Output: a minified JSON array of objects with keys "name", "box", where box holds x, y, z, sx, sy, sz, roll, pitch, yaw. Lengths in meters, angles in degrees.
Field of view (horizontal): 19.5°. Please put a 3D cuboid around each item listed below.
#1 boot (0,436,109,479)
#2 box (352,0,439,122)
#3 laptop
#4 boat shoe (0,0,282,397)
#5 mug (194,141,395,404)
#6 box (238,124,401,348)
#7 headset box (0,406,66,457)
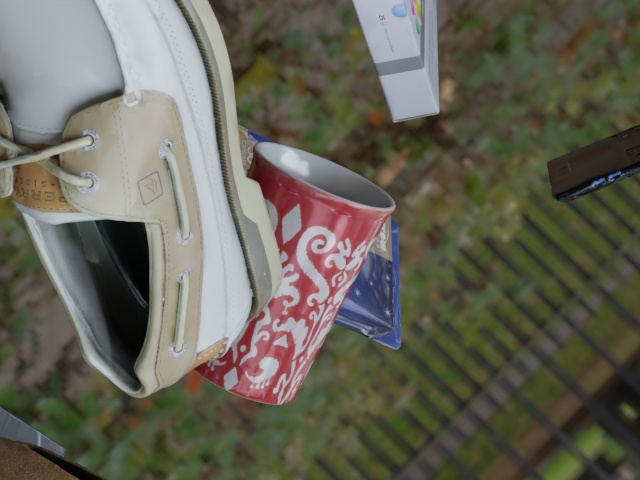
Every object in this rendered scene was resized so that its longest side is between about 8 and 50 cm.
[{"name":"boot","box":[-0.241,0.163,1.200,0.115,0.305,0.112,-68,166,5]},{"name":"box","box":[0.044,-0.199,1.294,0.038,0.145,0.186,-11,135,13]},{"name":"laptop","box":[0.289,-0.153,1.526,0.264,0.137,0.234,-22,-174,9]},{"name":"boat shoe","box":[-0.106,-0.049,0.912,0.103,0.113,0.302,-51,134,-33]},{"name":"mug","box":[-0.045,0.019,1.379,0.113,0.150,0.169,-48,161,-75]},{"name":"box","box":[0.000,0.000,1.606,0.225,0.136,0.036,24,144,-39]},{"name":"headset box","box":[-0.336,0.237,1.474,0.246,0.131,0.283,52,52,-66]}]
